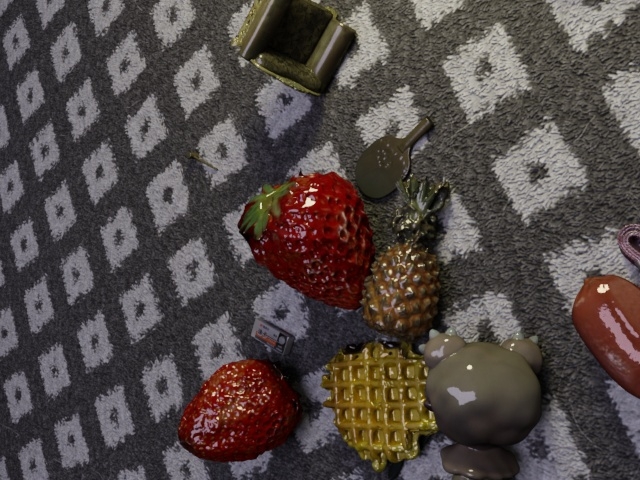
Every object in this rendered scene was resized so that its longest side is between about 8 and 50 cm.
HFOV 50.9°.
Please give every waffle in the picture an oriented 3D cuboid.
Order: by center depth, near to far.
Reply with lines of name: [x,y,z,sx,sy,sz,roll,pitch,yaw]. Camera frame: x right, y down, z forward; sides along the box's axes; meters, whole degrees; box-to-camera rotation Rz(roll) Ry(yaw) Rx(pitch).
waffle: [0.137,0.346,1.507,0.312,0.060,0.307,-47,58,24]

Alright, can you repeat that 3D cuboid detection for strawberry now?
strawberry: [-0.004,-0.013,1.540,0.292,0.310,0.291,-41,33,33]
strawberry: [-0.202,0.423,1.621,0.238,0.288,0.250,46,133,19]

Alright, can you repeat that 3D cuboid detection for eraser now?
eraser: [-0.124,0.246,1.731,0.122,0.029,0.052,23,101,35]

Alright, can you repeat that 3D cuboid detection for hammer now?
hammer: [-0.334,-0.225,1.921,0.110,0.035,0.019,29,105,25]

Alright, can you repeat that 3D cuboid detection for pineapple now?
pineapple: [0.199,0.032,1.444,0.175,0.175,0.361,13,79,36]

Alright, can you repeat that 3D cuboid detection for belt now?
belt: [0.608,0.072,1.190,0.071,0.053,0.232,-39,65,20]

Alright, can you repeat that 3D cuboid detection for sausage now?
sausage: [0.540,0.171,1.176,0.148,0.148,0.254,-39,65,28]

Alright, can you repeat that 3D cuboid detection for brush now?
brush: [0.196,0.454,1.489,0.063,0.016,0.193,40,109,38]

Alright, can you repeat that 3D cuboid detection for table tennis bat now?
table tennis bat: [0.171,-0.195,1.552,0.234,0.022,0.131,-43,62,29]

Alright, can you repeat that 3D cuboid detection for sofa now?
sofa: [-0.053,-0.478,1.593,0.200,0.258,0.182,-59,44,17]

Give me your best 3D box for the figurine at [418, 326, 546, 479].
figurine: [0.304,0.360,1.290,0.249,0.203,0.380,4,87,5]
